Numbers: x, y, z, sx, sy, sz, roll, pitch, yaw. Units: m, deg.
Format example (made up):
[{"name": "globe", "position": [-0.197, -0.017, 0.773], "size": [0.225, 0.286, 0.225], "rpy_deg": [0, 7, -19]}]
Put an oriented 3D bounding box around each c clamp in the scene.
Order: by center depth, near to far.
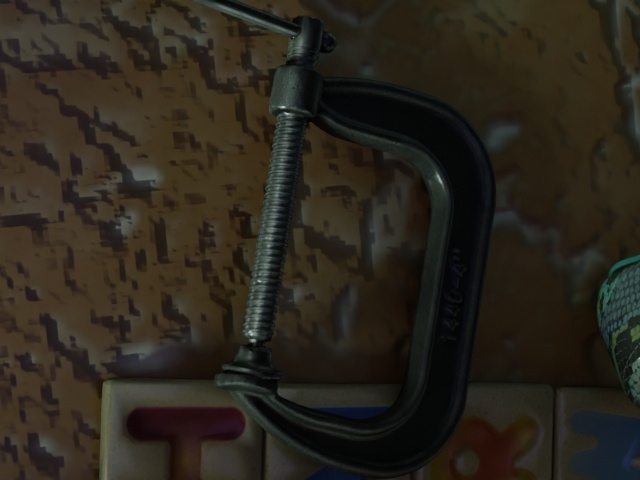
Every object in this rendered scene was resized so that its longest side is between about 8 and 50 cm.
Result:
[{"name": "c clamp", "position": [0.000, 0.000, 0.683], "size": [0.137, 0.022, 0.161], "rpy_deg": [9, 79, -29]}]

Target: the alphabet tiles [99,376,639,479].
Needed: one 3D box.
[{"name": "alphabet tiles", "position": [0.029, 0.193, 0.701], "size": [0.342, 0.011, 0.285], "rpy_deg": [2, 89, -22]}]

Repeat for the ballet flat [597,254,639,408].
[{"name": "ballet flat", "position": [0.185, 0.019, 0.681], "size": [0.070, 0.188, 0.070], "rpy_deg": [33, 46, -42]}]
